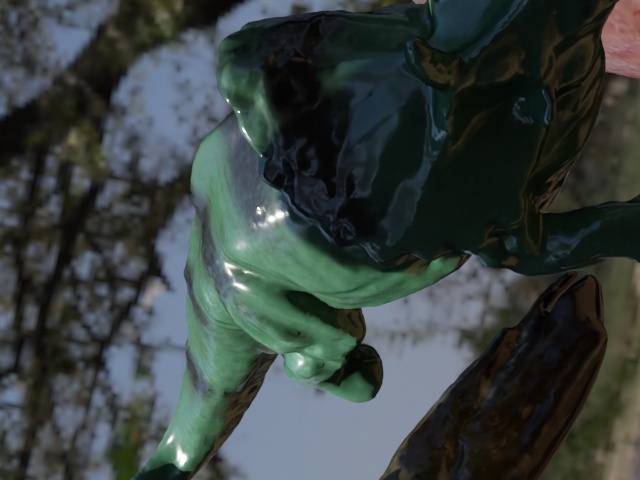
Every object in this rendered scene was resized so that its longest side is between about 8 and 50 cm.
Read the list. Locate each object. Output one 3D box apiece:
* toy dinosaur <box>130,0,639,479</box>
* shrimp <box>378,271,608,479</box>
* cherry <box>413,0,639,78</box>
[{"bbox_3d":[0.017,0.001,0.522,0.292,0.120,0.079,113,157,-59],"label":"toy dinosaur"},{"bbox_3d":[0.140,0.099,0.667,0.365,0.233,0.071,-59,12,-14],"label":"shrimp"},{"bbox_3d":[0.146,-0.181,0.852,0.307,0.261,0.221,50,135,49],"label":"cherry"}]
